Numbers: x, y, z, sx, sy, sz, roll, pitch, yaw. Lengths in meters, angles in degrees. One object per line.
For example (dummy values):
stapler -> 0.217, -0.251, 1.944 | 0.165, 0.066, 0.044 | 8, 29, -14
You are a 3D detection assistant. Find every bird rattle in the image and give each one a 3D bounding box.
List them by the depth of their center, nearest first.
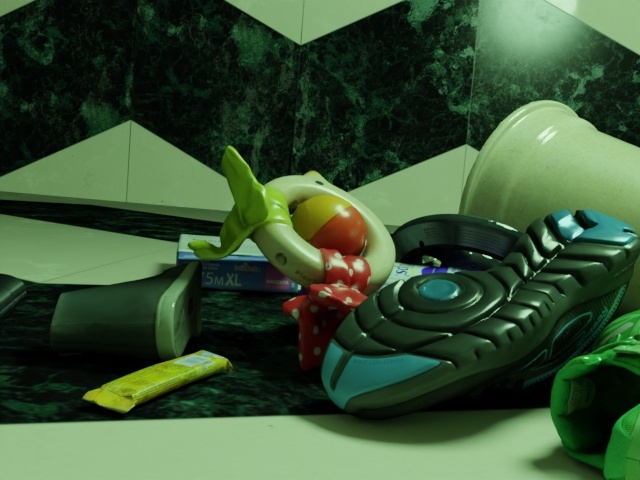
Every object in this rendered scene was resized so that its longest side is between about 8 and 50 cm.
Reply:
bird rattle -> 0.000, 0.000, 0.789 | 0.254, 0.143, 0.207 | 33, 35, 19

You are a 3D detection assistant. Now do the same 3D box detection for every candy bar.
candy bar -> -0.125, 0.113, 0.635 | 0.040, 0.018, 0.161 | 10, 7, 23

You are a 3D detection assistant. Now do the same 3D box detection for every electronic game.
electronic game -> 0.191, 0.043, 0.947 | 0.229, 0.048, 0.229 | 18, -29, 10

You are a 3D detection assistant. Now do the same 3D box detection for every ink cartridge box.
ink cartridge box -> -0.137, 0.036, 1.243 | 0.186, 0.065, 0.311 | 4, 3, -10

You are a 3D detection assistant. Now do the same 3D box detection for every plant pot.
plant pot -> 0.430, -0.017, 1.161 | 0.334, 0.333, 0.306 | 0, 18, -42

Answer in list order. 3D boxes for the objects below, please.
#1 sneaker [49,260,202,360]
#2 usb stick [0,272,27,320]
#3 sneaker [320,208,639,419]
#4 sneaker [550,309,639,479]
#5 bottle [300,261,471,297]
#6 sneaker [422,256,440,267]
sneaker -> -0.185, 0.063, 0.778 | 0.118, 0.083, 0.222 | 1, 4, 0
usb stick -> -0.356, 0.070, 0.768 | 0.077, 0.045, 0.278 | 11, 4, -11
sneaker -> 0.155, 0.089, 0.671 | 0.341, 0.139, 0.125 | -20, 32, -28
sneaker -> 0.229, 0.102, 0.559 | 0.124, 0.109, 0.295 | 9, 6, 9
bottle -> 0.122, 0.073, 0.876 | 0.283, 0.092, 0.118 | 6, 6, 13
sneaker -> 0.104, 0.052, 1.126 | 0.130, 0.087, 0.228 | 0, -3, 31
